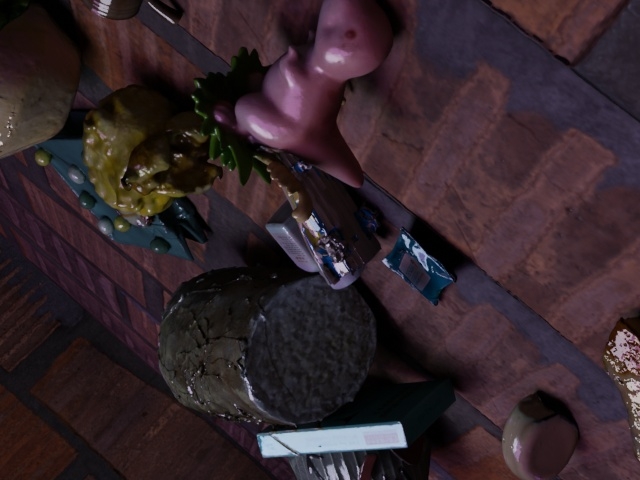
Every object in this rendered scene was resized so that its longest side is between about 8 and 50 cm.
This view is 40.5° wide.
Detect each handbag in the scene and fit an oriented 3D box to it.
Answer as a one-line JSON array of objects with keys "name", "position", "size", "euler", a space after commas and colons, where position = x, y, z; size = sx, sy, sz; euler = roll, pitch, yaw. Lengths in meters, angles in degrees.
[{"name": "handbag", "position": [-0.341, -0.086, 1.424], "size": [0.274, 0.100, 0.269], "euler": [16, 145, 49]}]

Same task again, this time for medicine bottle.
[{"name": "medicine bottle", "position": [0.000, 0.000, 1.039], "size": [0.118, 0.074, 0.055], "euler": [52, 156, -22]}]

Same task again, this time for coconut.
[{"name": "coconut", "position": [-0.461, -0.217, 1.169], "size": [0.259, 0.259, 0.259], "euler": [35, 157, 17]}]

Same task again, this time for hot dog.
[{"name": "hot dog", "position": [0.310, 0.141, 0.793], "size": [0.078, 0.061, 0.169], "euler": [-9, 99, 54]}]

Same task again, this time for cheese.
[{"name": "cheese", "position": [0.268, 0.261, 1.050], "size": [0.047, 0.092, 0.171], "euler": [37, 156, 55]}]

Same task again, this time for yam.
[{"name": "yam", "position": [-0.084, 0.146, 1.246], "size": [0.241, 0.241, 0.348], "euler": [49, 156, -17]}]

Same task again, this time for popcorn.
[{"name": "popcorn", "position": [-0.221, -0.103, 1.108], "size": [0.195, 0.173, 0.168], "euler": [31, 114, 39]}]

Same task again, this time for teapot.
[{"name": "teapot", "position": [-0.196, -0.271, 0.922], "size": [0.110, 0.085, 0.080], "euler": [18, 138, -15]}]

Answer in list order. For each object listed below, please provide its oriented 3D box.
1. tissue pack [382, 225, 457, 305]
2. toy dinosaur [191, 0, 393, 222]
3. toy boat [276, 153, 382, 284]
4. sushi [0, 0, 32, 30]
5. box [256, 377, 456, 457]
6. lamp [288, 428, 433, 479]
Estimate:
[{"name": "tissue pack", "position": [0.113, 0.030, 0.972], "size": [0.085, 0.028, 0.138], "euler": [43, 163, 8]}, {"name": "toy dinosaur", "position": [0.000, -0.131, 0.775], "size": [0.177, 0.152, 0.194], "euler": [2, 113, 32]}, {"name": "toy boat", "position": [-0.004, -0.051, 0.966], "size": [0.210, 0.084, 0.066], "euler": [57, 151, -9]}, {"name": "sushi", "position": [-0.429, -0.399, 0.899], "size": [0.294, 0.178, 0.352], "euler": [26, 152, 39]}, {"name": "box", "position": [0.050, 0.242, 1.182], "size": [0.229, 0.162, 0.041], "euler": [-13, 95, 32]}, {"name": "lamp", "position": [0.067, 0.343, 1.373], "size": [0.233, 0.233, 0.265], "euler": [31, 155, 27]}]
